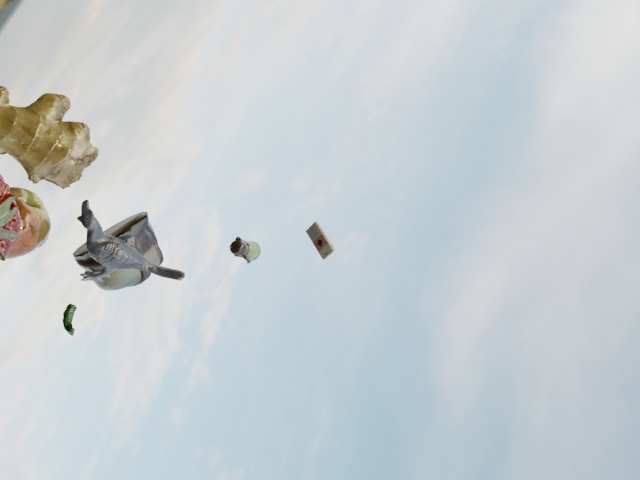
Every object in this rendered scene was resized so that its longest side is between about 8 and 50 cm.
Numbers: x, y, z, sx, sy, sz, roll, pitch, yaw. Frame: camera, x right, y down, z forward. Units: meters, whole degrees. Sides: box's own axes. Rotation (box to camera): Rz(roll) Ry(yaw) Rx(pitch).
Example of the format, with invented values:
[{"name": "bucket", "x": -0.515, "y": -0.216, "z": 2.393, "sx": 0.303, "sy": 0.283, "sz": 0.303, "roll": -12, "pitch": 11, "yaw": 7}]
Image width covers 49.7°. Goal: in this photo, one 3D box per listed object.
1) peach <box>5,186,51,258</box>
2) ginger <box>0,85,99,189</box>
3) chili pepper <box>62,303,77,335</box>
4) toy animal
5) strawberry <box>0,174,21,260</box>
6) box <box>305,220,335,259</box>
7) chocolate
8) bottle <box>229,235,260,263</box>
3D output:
[{"name": "peach", "x": -0.892, "y": -0.036, "z": 1.982, "sx": 0.232, "sy": 0.232, "sz": 0.232, "roll": -36, "pitch": -145, "yaw": 31}, {"name": "ginger", "x": -0.770, "y": -0.304, "z": 1.827, "sx": 0.236, "sy": 0.375, "sz": 0.166, "roll": -49, "pitch": -138, "yaw": -1}, {"name": "chili pepper", "x": -0.715, "y": 0.232, "z": 1.959, "sx": 0.055, "sy": 0.035, "sz": 0.118, "roll": -62, "pitch": -151, "yaw": 28}, {"name": "toy animal", "x": -0.586, "y": 0.054, "z": 1.962, "sx": 0.206, "sy": 0.367, "sz": 0.081, "roll": -35, "pitch": -146, "yaw": 20}, {"name": "strawberry", "x": -0.741, "y": -0.065, "z": 1.515, "sx": 0.306, "sy": 0.138, "sz": 0.233, "roll": 26, "pitch": -70, "yaw": 52}, {"name": "box", "x": 0.000, "y": 0.000, "z": 1.637, "sx": 0.083, "sy": 0.012, "sz": 0.046, "roll": 57, "pitch": -45, "yaw": 12}, {"name": "chocolate", "x": -0.625, "y": 0.050, "z": 2.209, "sx": 0.284, "sy": 0.186, "sz": 0.283, "roll": -28, "pitch": -163, "yaw": 9}, {"name": "bottle", "x": -0.178, "y": 0.019, "z": 1.588, "sx": 0.063, "sy": 0.101, "sz": 0.047, "roll": 36, "pitch": -84, "yaw": 18}]
